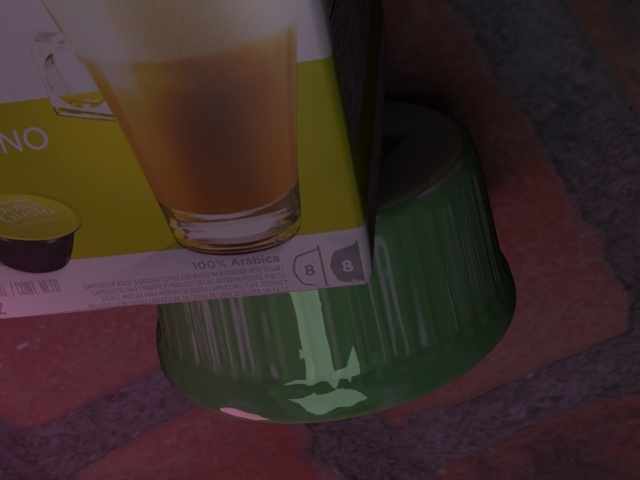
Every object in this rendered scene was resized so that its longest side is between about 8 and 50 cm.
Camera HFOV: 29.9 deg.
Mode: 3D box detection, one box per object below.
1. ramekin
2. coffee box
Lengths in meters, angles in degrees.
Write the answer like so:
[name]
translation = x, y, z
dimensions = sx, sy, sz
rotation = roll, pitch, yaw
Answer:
[ramekin]
translation = 0.000, 0.000, 0.975
dimensions = 0.303, 0.303, 0.148
rotation = -6, 117, 11
[coffee box]
translation = -0.144, -0.183, 0.829
dimensions = 0.337, 0.338, 0.334
rotation = -6, 123, 10
